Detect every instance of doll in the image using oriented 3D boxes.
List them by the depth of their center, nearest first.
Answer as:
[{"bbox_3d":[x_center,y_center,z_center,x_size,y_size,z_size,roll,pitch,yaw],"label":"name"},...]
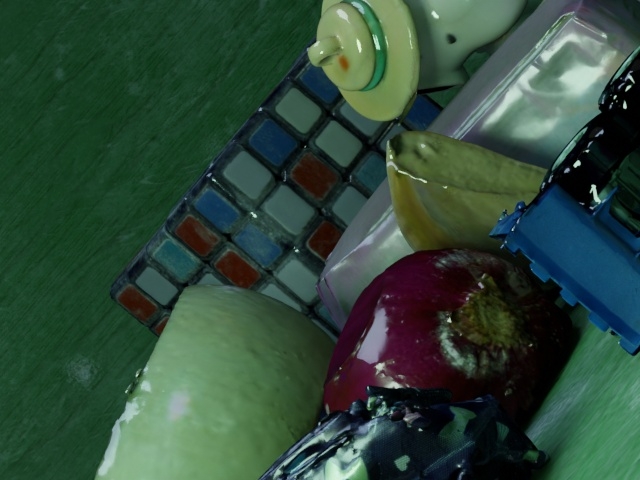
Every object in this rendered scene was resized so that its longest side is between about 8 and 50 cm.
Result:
[{"bbox_3d":[0.118,-0.173,1.636,0.208,0.144,0.271,-24,-14,14],"label":"doll"}]

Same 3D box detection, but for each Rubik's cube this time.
[{"bbox_3d":[0.000,0.000,2.005,0.287,0.293,0.292,-53,6,-39],"label":"Rubik's cube"}]

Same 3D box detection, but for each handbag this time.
[{"bbox_3d":[0.008,0.180,1.153,0.260,0.113,0.162,-41,-20,20],"label":"handbag"}]

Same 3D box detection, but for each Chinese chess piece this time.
[{"bbox_3d":[-0.096,0.207,1.427,0.349,0.146,0.349,-160,90,-89],"label":"Chinese chess piece"}]

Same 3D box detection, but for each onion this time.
[{"bbox_3d":[0.070,0.105,1.352,0.218,0.140,0.195,-52,8,48],"label":"onion"}]

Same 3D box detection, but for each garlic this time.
[{"bbox_3d":[0.134,-0.010,1.413,0.101,0.195,0.087,103,-171,-47],"label":"garlic"}]

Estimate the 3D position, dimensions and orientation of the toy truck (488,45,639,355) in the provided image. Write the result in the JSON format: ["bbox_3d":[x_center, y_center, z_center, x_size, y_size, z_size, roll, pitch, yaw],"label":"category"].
[{"bbox_3d":[0.194,-0.025,1.202,0.208,0.113,0.126,-51,3,-28],"label":"toy truck"}]

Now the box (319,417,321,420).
[{"bbox_3d":[-0.034,0.182,1.835,0.033,0.129,0.247,-50,2,2],"label":"box"}]

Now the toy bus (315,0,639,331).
[{"bbox_3d":[0.150,-0.040,1.544,0.386,0.162,0.171,-49,4,22],"label":"toy bus"}]
